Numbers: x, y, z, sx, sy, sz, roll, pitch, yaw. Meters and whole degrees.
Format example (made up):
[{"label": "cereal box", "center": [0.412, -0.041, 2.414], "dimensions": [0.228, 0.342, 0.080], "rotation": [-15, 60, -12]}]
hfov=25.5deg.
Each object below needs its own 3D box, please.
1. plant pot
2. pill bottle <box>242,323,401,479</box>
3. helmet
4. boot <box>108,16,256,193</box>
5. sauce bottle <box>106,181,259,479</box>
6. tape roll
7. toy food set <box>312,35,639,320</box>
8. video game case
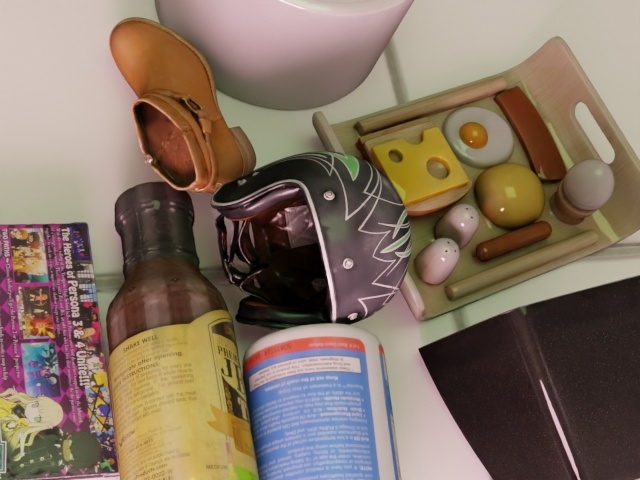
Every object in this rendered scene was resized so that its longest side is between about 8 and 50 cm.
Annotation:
[{"label": "plant pot", "center": [0.225, 0.136, 1.246], "dimensions": [0.188, 0.187, 0.167], "rotation": [-11, 80, -25]}, {"label": "pill bottle", "center": [0.004, 0.191, 1.163], "dimensions": [0.124, 0.124, 0.221], "rotation": [3, 62, -18]}, {"label": "helmet", "center": [0.000, 0.000, 1.220], "dimensions": [0.162, 0.169, 0.169], "rotation": [-5, 58, 22]}, {"label": "boot", "center": [-0.141, -0.124, 1.263], "dimensions": [0.197, 0.073, 0.152], "rotation": [48, 17, 6]}, {"label": "sauce bottle", "center": [-0.120, 0.107, 1.165], "dimensions": [0.111, 0.111, 0.344], "rotation": [1, 57, -19]}, {"label": "tape roll", "center": [-0.026, -0.272, 1.371], "dimensions": [0.246, 0.169, 0.246], "rotation": [8, 61, -15]}, {"label": "toy food set", "center": [0.164, -0.071, 1.377], "dimensions": [0.306, 0.092, 0.219], "rotation": [-19, 71, -28]}, {"label": "video game case", "center": [-0.283, 0.096, 1.158], "dimensions": [0.210, 0.042, 0.232], "rotation": [-3, 65, -21]}]
